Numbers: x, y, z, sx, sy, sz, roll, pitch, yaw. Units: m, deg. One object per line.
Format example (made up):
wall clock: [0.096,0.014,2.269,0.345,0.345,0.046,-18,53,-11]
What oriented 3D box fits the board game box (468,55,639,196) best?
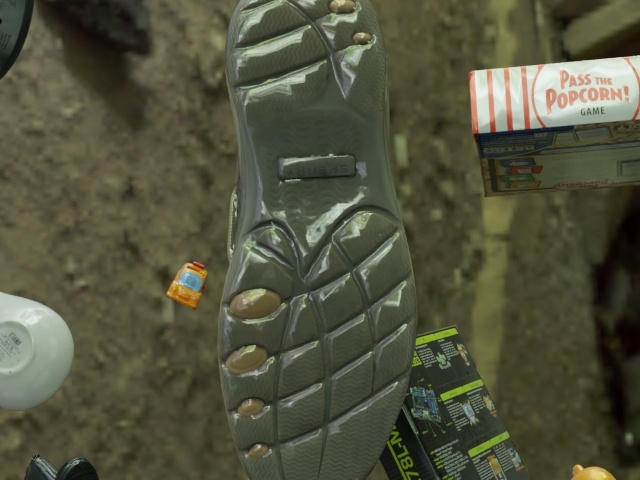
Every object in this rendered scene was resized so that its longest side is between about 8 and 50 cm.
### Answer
board game box: [0.179,-0.074,1.050,0.193,0.146,0.045,55,31,-77]

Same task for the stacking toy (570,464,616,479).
stacking toy: [0.197,0.295,1.397,0.175,0.165,0.302,62,-36,32]

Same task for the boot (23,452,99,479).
boot: [-0.262,0.247,1.546,0.045,0.099,0.121,-25,130,-29]

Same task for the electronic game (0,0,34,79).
electronic game: [-0.373,-0.267,1.601,0.048,0.229,0.229,-6,91,-49]

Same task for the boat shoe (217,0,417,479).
boat shoe: [0.000,0.000,1.047,0.130,0.132,0.356,61,31,-87]

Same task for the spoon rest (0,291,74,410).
spoon rest: [-0.422,0.099,1.968,0.276,0.137,0.084,46,-2,18]

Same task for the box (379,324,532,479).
box: [0.102,0.165,1.237,0.184,0.045,0.190,62,22,9]

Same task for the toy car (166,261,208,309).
toy car: [-0.099,0.060,1.548,0.041,0.122,0.060,-65,165,19]
